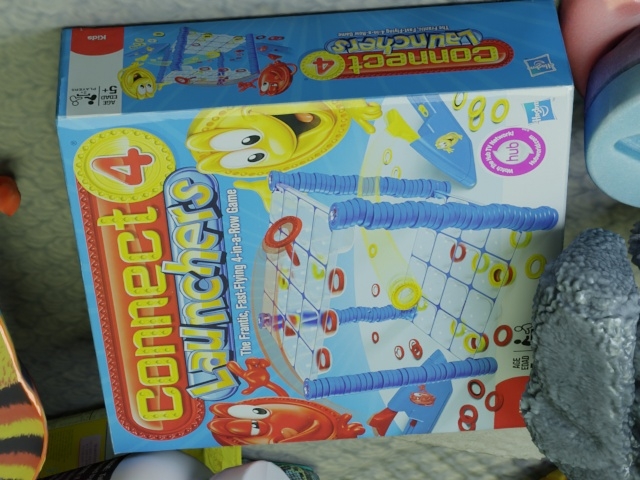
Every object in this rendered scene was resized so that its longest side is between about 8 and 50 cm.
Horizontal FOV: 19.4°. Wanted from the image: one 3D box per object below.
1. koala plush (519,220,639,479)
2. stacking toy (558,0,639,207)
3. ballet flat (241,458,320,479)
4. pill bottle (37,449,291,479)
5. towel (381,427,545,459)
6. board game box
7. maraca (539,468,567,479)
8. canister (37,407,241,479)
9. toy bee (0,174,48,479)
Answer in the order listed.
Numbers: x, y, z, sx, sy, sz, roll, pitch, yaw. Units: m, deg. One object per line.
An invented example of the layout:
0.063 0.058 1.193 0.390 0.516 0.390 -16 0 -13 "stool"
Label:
0.247 0.058 1.205 0.196 0.221 0.203 28 142 13 "koala plush"
0.302 -0.117 1.081 0.309 0.130 0.279 -4 144 -1 "stacking toy"
-0.086 0.207 1.544 0.188 0.070 0.070 8 142 -16 "ballet flat"
-0.170 0.253 1.319 0.323 0.181 0.181 -17 142 21 "pill bottle"
0.083 0.094 1.418 0.282 0.049 0.187 11 143 -17 "towel"
0.000 0.000 1.204 0.302 0.086 0.308 -4 134 -1 "board game box"
0.249 0.233 1.578 0.186 0.099 0.127 -10 -177 6 "maraca"
-0.152 0.184 1.456 0.170 0.126 0.073 -13 143 16 "canister"
-0.246 0.041 1.222 0.162 0.195 0.298 -32 130 -3 "toy bee"
